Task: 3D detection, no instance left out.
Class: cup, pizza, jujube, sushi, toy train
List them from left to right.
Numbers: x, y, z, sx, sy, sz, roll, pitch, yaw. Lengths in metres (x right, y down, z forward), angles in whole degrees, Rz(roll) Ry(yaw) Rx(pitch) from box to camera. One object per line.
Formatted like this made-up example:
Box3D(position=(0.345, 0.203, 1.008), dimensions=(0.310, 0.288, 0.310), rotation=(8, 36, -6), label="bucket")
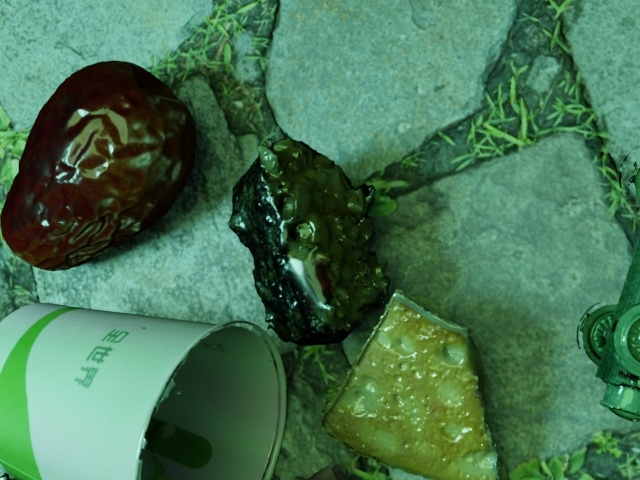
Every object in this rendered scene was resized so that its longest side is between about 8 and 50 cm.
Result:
Box3D(position=(-0.257, -0.079, 1.252), dimensions=(0.255, 0.190, 0.190), rotation=(-48, 66, 23), label="jujube")
Box3D(position=(-0.208, 0.180, 1.135), dimensions=(0.274, 0.253, 0.253), rotation=(11, 82, 28), label="cup")
Box3D(position=(0.000, 0.000, 1.140), dimensions=(0.115, 0.147, 0.212), rotation=(-33, 68, 48), label="sushi")
Box3D(position=(0.118, 0.157, 1.109), dimensions=(0.204, 0.080, 0.188), rotation=(28, 112, 13), label="pizza")
Box3D(position=(0.363, 0.033, 1.034), dimensions=(0.189, 0.126, 0.307), rotation=(20, 85, -9), label="toy train")

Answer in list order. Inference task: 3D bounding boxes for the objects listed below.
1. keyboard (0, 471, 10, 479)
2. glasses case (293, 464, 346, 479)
Box3D(position=(-0.456, 0.361, 1.293), dimensions=(0.250, 0.017, 0.087), rotation=(-29, 79, 12), label="keyboard")
Box3D(position=(0.041, 0.289, 1.104), dimensions=(0.193, 0.070, 0.102), rotation=(14, 82, 22), label="glasses case")
